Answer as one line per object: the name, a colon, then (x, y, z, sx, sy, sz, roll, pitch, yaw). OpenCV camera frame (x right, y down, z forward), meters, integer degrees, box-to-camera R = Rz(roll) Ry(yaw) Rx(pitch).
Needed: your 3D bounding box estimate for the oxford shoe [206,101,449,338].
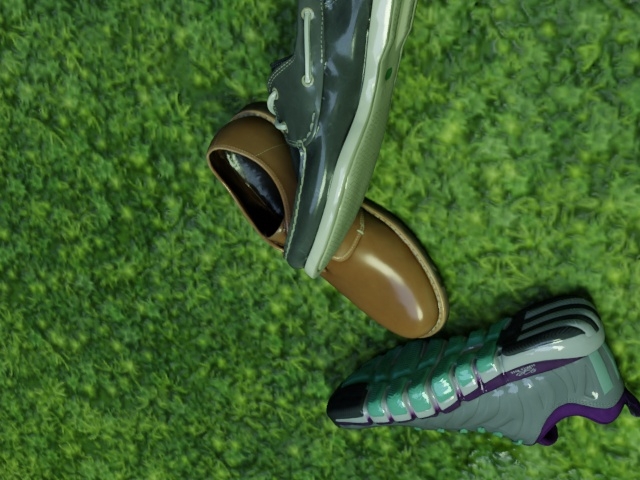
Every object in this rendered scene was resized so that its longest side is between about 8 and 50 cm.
oxford shoe: (0.000, 0.000, 0.870, 0.212, 0.076, 0.076, 43, 126, 0)

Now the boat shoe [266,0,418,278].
boat shoe: (0.005, -0.092, 0.794, 0.079, 0.084, 0.233, 15, 106, 13)

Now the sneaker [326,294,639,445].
sneaker: (0.108, 0.118, 0.871, 0.223, 0.083, 0.098, -21, 109, 35)
